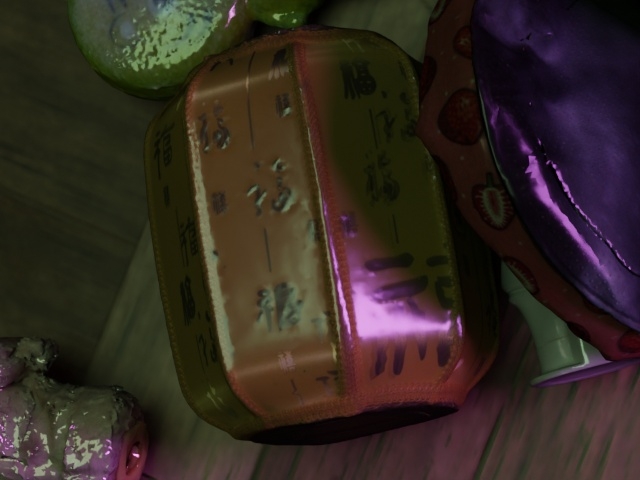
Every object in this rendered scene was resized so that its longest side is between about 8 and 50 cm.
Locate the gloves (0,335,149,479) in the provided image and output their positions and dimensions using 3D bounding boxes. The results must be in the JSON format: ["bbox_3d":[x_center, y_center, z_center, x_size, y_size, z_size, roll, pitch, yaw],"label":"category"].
[{"bbox_3d":[-0.161,0.095,1.025,0.144,0.110,0.094,16,80,-6],"label":"gloves"}]

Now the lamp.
[{"bbox_3d":[0.000,0.000,0.944,0.161,0.161,0.185,-12,77,20],"label":"lamp"}]

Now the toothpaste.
[{"bbox_3d":[0.092,-0.062,0.948,0.061,0.096,0.266,-19,79,16],"label":"toothpaste"}]

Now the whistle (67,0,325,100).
[{"bbox_3d":[-0.037,-0.135,1.033,0.198,0.057,0.104,-13,73,12],"label":"whistle"}]

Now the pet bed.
[{"bbox_3d":[0.123,-0.047,0.886,0.053,0.201,0.201,-25,74,41],"label":"pet bed"}]
